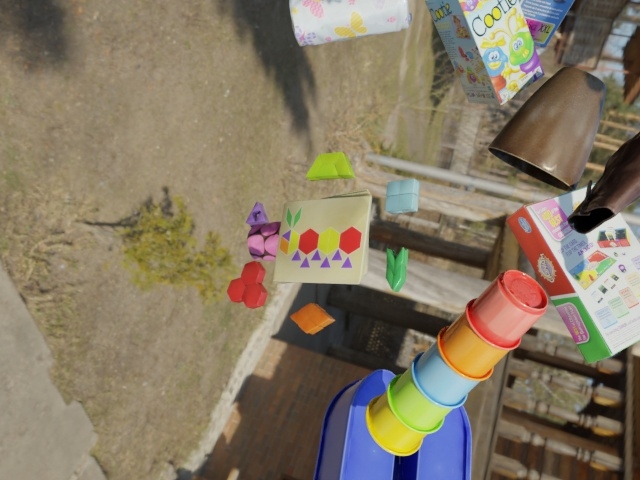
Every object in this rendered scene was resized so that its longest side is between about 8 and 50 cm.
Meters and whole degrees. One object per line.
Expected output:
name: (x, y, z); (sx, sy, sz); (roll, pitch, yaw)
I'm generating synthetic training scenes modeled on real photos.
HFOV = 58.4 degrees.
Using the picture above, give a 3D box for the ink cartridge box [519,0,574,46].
ink cartridge box: (0.559, -0.724, 1.384); (0.395, 0.151, 0.270); (113, -16, -50)

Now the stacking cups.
stacking cups: (0.170, 0.157, 0.735); (0.316, 0.096, 0.096); (-60, 177, 36)

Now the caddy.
caddy: (0.117, 0.389, 0.983); (0.179, 0.241, 0.341); (117, -12, -55)

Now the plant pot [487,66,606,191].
plant pot: (0.531, -0.260, 1.289); (0.230, 0.215, 0.215); (-61, 168, 9)

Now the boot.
boot: (0.436, -0.103, 0.722); (0.207, 0.090, 0.248); (-45, 173, -11)

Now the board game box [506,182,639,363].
board game box: (0.548, 0.052, 1.144); (0.242, 0.317, 0.064); (-16, 161, -27)

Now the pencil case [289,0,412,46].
pencil case: (0.065, -0.516, 1.283); (0.113, 0.273, 0.124); (68, 16, -61)

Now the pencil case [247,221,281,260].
pencil case: (-0.066, -0.004, 1.293); (0.098, 0.209, 0.095); (-54, 134, -41)

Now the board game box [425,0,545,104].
board game box: (0.391, -0.480, 1.357); (0.142, 0.144, 0.275); (-35, 114, -7)

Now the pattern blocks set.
pattern blocks set: (0.000, 0.000, 0.894); (0.026, 0.324, 0.286); (24, 78, -50)
